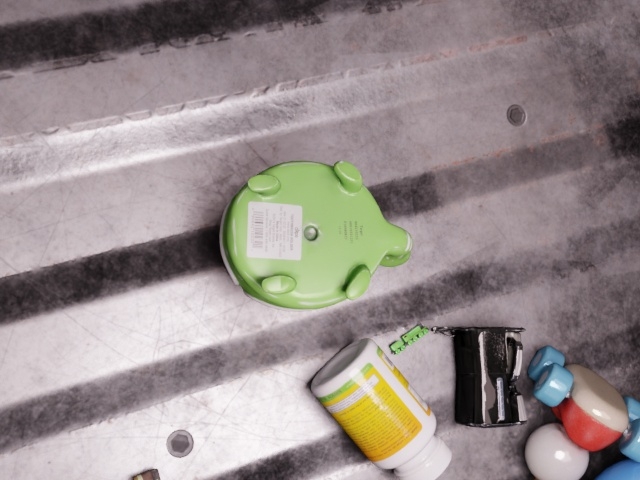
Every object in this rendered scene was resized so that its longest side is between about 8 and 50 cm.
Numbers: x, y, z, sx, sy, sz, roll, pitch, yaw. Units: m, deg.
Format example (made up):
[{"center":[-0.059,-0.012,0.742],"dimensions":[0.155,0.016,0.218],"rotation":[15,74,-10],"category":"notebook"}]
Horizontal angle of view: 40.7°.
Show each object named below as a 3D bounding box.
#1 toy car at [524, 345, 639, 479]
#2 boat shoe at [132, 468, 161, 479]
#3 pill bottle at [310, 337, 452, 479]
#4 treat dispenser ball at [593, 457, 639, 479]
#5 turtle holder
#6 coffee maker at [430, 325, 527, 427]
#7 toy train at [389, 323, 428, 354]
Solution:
[{"center":[0.445,0.358,1.576],"dimensions":[0.219,0.210,0.238],"rotation":[33,103,1],"category":"toy car"},{"center":[-0.247,0.437,1.375],"dimensions":[0.049,0.056,0.152],"rotation":[-27,92,-14],"category":"boat shoe"},{"center":[0.109,0.299,1.468],"dimensions":[0.136,0.136,0.245],"rotation":[-41,97,-19],"category":"pill bottle"},{"center":[0.598,0.525,1.522],"dimensions":[0.288,0.288,0.288],"rotation":[2,82,-18],"category":"treat dispenser ball"},{"center":[-0.013,-0.014,1.421],"dimensions":[0.320,0.227,0.243],"rotation":[-28,91,-20],"category":"turtle holder"},{"center":[0.285,0.245,1.558],"dimensions":[0.171,0.120,0.178],"rotation":[0,81,5],"category":"coffee maker"},{"center":[0.160,0.178,1.565],"dimensions":[0.083,0.017,0.023],"rotation":[-33,83,-19],"category":"toy train"}]
